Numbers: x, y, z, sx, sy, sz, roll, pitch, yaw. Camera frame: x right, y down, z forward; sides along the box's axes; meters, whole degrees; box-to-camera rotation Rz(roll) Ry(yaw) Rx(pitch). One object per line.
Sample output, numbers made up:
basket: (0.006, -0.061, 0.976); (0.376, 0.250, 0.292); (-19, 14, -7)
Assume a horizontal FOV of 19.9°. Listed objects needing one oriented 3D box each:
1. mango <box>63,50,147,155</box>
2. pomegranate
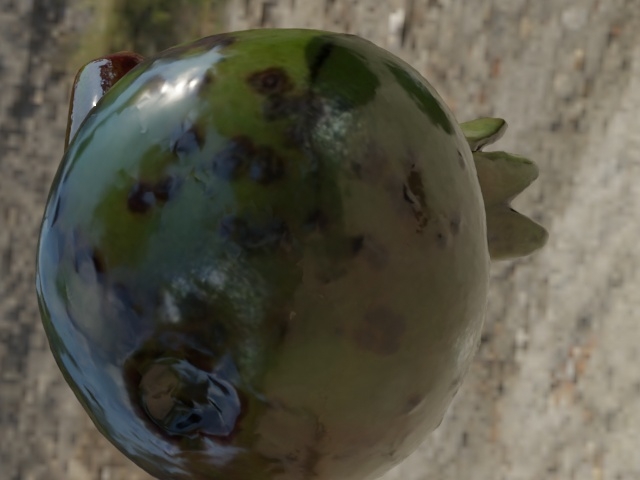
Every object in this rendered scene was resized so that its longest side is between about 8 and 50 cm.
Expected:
mango: (-0.162, -0.060, 1.611); (0.111, 0.133, 0.267); (-34, 45, 36)
pomegranate: (0.001, -0.011, 0.927); (0.242, 0.306, 0.242); (32, 145, 26)
